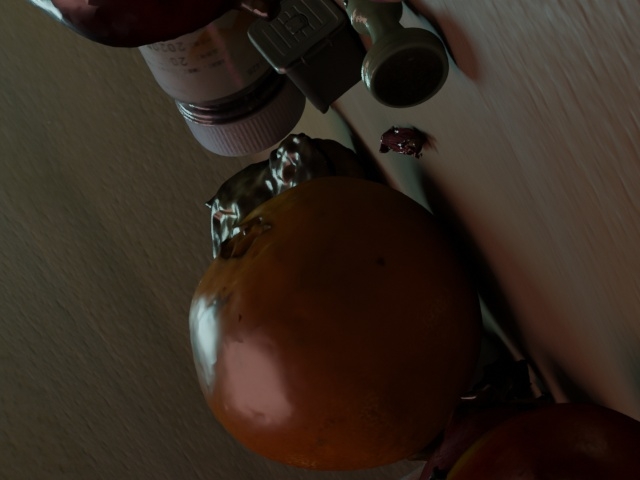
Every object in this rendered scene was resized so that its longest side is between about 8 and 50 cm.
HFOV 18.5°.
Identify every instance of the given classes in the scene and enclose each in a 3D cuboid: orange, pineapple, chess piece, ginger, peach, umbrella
[{"bbox_3d":[0.017,0.090,2.008,0.312,0.312,0.312,58,176,7],"label":"orange"},{"bbox_3d":[0.223,0.234,2.044,0.251,0.125,0.125,65,174,-20],"label":"pineapple"},{"bbox_3d":[0.052,-0.156,1.498,0.067,0.067,0.103,63,-177,-47],"label":"chess piece"},{"bbox_3d":[0.001,0.003,2.380,0.223,0.269,0.200,16,-122,-41],"label":"ginger"},{"bbox_3d":[0.200,0.251,1.453,0.281,0.238,0.281,167,90,-79],"label":"peach"},{"bbox_3d":[0.078,-0.093,1.859,0.165,0.025,0.027,-147,51,-80],"label":"umbrella"}]

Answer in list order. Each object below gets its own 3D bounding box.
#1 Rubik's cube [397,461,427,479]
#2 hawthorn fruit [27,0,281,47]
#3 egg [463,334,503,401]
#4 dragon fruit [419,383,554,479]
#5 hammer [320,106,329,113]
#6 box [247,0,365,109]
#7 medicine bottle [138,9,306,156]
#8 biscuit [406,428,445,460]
[{"bbox_3d":[0.212,0.347,2.236,0.205,0.207,0.205,59,175,-14],"label":"Rubik's cube"},{"bbox_3d":[-0.148,-0.285,1.672,0.307,0.265,0.265,39,172,10],"label":"hawthorn fruit"},{"bbox_3d":[0.162,0.157,2.152,0.135,0.103,0.103,55,175,29],"label":"egg"},{"bbox_3d":[0.195,0.270,1.791,0.315,0.250,0.250,60,177,23],"label":"dragon fruit"},{"bbox_3d":[-0.016,-0.201,2.269,0.060,0.028,0.195,47,173,37],"label":"hammer"},{"bbox_3d":[-0.008,-0.183,1.878,0.069,0.084,0.122,52,-179,-34],"label":"box"},{"bbox_3d":[-0.127,-0.239,2.290,0.165,0.165,0.273,55,176,43],"label":"medicine bottle"},{"bbox_3d":[0.116,0.168,2.211,0.034,0.215,0.182,-29,83,42],"label":"biscuit"}]
